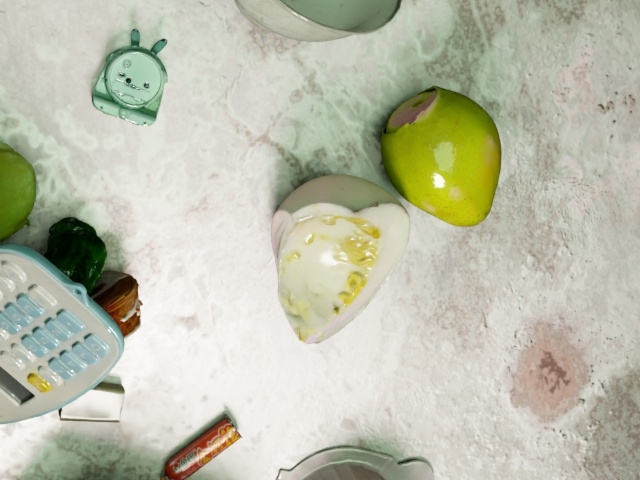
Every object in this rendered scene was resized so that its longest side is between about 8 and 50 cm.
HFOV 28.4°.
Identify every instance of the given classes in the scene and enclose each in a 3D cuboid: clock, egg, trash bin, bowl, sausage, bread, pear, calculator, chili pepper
[{"bbox_3d":[-0.276,-0.243,1.873,0.101,0.041,0.135,17,94,-16],"label":"clock"},{"bbox_3d":[0.011,-0.001,1.922,0.206,0.162,0.271,-22,142,-41],"label":"egg"},{"bbox_3d":[-0.350,0.246,1.932,0.092,0.043,0.060,8,96,-18],"label":"trash bin"},{"bbox_3d":[-0.046,-0.387,1.835,0.313,0.146,0.313,19,51,-25],"label":"bowl"},{"bbox_3d":[-0.192,0.333,1.980,0.145,0.048,0.050,-36,143,-5],"label":"sausage"},{"bbox_3d":[-0.338,0.102,1.851,0.161,0.160,0.073,-11,108,-12],"label":"bread"},{"bbox_3d":[0.195,-0.123,1.942,0.187,0.187,0.219,-44,114,-4],"label":"pear"},{"bbox_3d":[-0.427,0.131,1.767,0.256,0.386,0.054,44,47,-16],"label":"calculator"},{"bbox_3d":[-0.356,0.031,1.803,0.098,0.224,0.061,22,111,-14],"label":"chili pepper"}]

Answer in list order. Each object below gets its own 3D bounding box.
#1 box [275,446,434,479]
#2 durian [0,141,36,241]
[{"bbox_3d":[0.078,0.470,1.983,0.291,0.206,0.262,-24,104,-6],"label":"box"},{"bbox_3d":[-0.564,-0.087,1.748,0.340,0.204,0.255,41,76,-17],"label":"durian"}]
